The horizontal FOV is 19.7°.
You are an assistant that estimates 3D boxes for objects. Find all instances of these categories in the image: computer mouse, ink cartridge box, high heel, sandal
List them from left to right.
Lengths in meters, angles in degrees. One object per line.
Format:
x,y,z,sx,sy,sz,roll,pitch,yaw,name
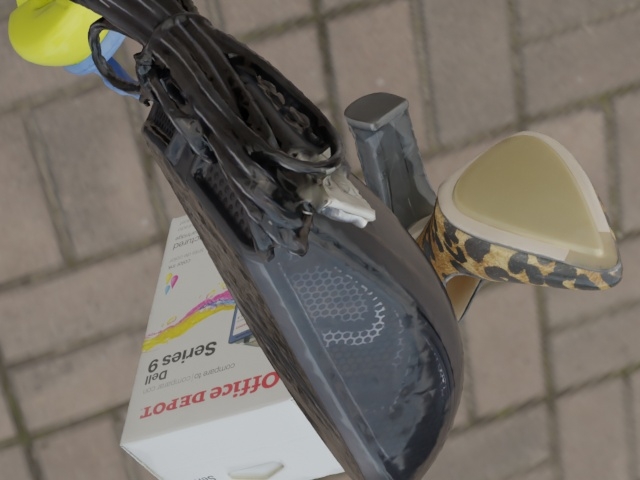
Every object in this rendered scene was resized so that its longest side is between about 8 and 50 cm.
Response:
-0.147,-0.226,1.440,0.126,0.317,0.138,-23,132,36,sandal
-0.041,0.067,1.321,0.154,0.212,0.093,-18,136,31,ink cartridge box
0.000,0.000,0.707,0.072,0.188,0.272,-34,138,-8,computer mouse
0.116,0.024,1.143,0.093,0.261,0.186,-30,125,-18,high heel
